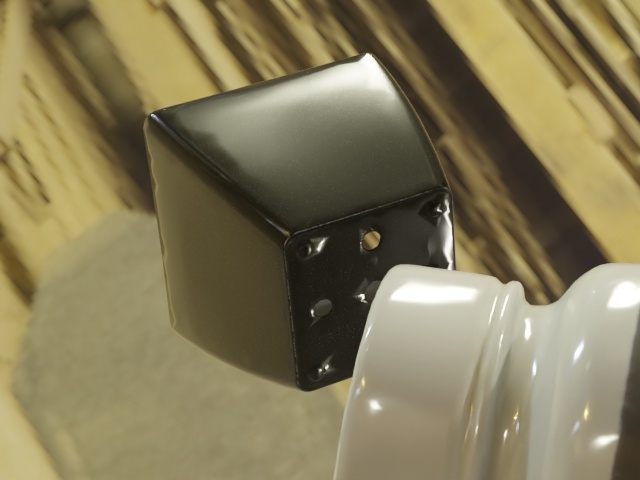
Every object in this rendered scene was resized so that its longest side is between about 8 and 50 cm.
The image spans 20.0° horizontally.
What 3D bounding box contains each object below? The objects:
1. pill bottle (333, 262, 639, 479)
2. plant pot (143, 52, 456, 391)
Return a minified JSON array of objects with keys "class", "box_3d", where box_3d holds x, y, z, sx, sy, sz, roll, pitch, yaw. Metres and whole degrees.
[{"class":"pill bottle","box_3d":[0.195,0.121,0.797,0.361,0.204,0.204,9,10,10]},{"class":"plant pot","box_3d":[0.000,0.000,1.283,0.167,0.188,0.187,-136,-146,-53]}]
